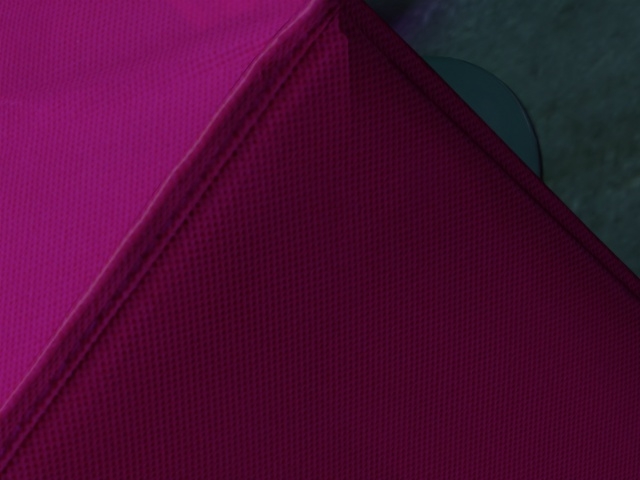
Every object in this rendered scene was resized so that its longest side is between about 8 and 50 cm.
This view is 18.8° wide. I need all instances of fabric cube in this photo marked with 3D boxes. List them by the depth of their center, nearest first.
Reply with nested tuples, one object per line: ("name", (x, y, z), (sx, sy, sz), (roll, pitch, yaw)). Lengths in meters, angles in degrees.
("fabric cube", (-0.066, 0.053, 0.564), (0.254, 0.258, 0.259), (-53, 44, -3))

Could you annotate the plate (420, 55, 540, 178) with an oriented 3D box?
("plate", (0.000, 0.000, 0.755), (0.188, 0.024, 0.188), (-25, 44, 27))
